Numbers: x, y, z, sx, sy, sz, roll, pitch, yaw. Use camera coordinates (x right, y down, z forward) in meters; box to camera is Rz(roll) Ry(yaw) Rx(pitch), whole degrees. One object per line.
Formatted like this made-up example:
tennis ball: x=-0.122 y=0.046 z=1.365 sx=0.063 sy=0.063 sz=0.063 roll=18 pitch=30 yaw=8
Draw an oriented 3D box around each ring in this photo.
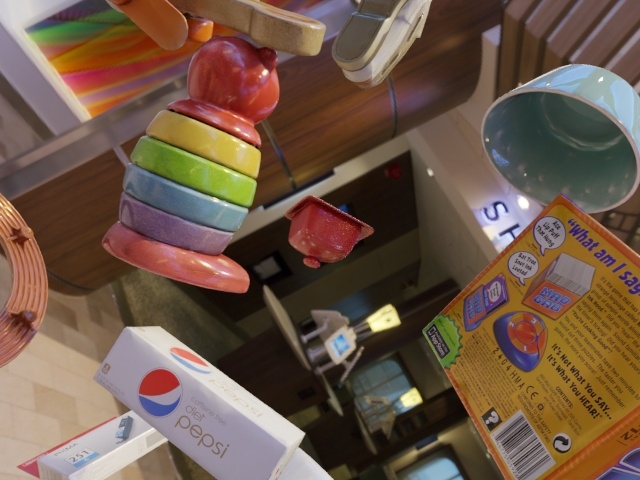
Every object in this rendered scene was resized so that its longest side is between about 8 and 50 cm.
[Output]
ring: x=-0.494 y=0.017 z=0.678 sx=0.336 sy=0.032 sz=0.336 roll=55 pitch=17 yaw=-27

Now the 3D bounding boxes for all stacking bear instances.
stacking bear: x=-0.139 y=-0.104 z=0.639 sx=0.175 sy=0.289 sz=0.164 roll=23 pitch=3 yaw=33

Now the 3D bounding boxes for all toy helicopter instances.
toy helicopter: x=-0.148 y=-0.295 z=0.632 sx=0.355 sy=0.235 sz=0.140 roll=32 pitch=-60 yaw=29

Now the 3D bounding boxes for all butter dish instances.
butter dish: x=0.000 y=0.000 z=1.062 sx=0.160 sy=0.118 sz=0.160 roll=28 pitch=-21 yaw=-15

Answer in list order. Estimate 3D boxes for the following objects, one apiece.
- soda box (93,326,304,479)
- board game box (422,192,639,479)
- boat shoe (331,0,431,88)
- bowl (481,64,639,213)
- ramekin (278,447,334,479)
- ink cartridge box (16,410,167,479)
soda box: x=-0.128 y=0.176 z=0.555 sx=0.216 sy=0.069 sz=0.074 roll=31 pitch=-2 yaw=15
board game box: x=0.471 y=0.213 z=0.887 sx=0.356 sy=0.356 sz=0.356 roll=28 pitch=22 yaw=-30
boat shoe: x=0.136 y=-0.414 z=0.942 sx=0.113 sy=0.302 sz=0.103 roll=37 pitch=0 yaw=32
bowl: x=0.497 y=-0.219 z=1.034 sx=0.311 sy=0.163 sz=0.311 roll=35 pitch=-21 yaw=15
ramekin: x=-0.014 y=0.375 z=0.620 sx=0.277 sy=0.135 sz=0.277 roll=40 pitch=-26 yaw=24
ink cartridge box: x=-0.588 y=0.527 z=1.365 sx=0.296 sy=0.261 sz=0.066 roll=-18 pitch=107 yaw=-54
